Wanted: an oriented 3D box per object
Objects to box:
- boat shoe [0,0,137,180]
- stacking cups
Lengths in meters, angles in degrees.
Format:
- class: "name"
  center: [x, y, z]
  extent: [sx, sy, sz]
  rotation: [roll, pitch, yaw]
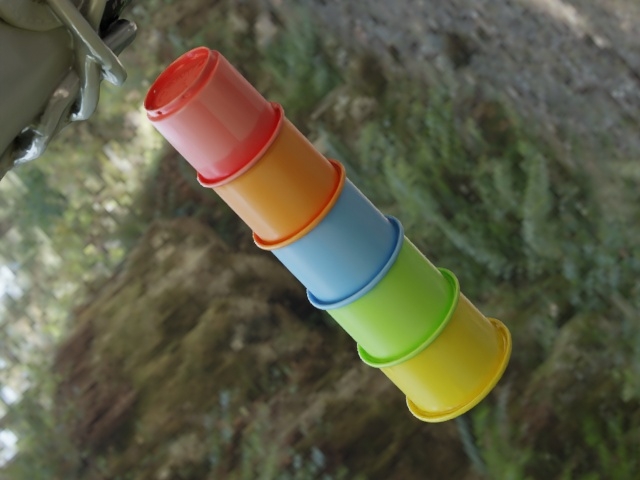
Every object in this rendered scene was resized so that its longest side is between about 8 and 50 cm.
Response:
- class: "boat shoe"
  center: [-0.085, -0.068, 0.370]
  extent: [0.096, 0.088, 0.267]
  rotation: [95, 177, -46]
- class: "stacking cups"
  center: [0.000, 0.000, 1.011]
  extent: [0.316, 0.096, 0.096]
  rotation: [43, -179, -25]
